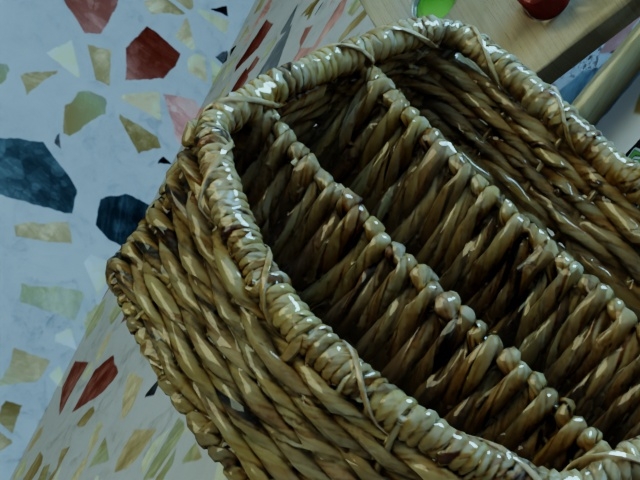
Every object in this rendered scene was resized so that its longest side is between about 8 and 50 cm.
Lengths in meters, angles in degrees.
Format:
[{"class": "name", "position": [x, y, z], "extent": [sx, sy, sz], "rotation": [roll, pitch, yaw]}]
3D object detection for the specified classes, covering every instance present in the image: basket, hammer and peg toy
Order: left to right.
[{"class": "basket", "position": [0.057, 0.028, 0.705], "extent": [0.223, 0.299, 0.213], "rotation": [-52, -27, 19]}, {"class": "hammer and peg toy", "position": [0.178, -0.196, 1.046], "extent": [0.266, 0.127, 0.361], "rotation": [-38, 50, 14]}]

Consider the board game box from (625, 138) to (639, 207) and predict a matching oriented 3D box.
[{"class": "board game box", "position": [0.282, -0.097, 0.844], "extent": [0.259, 0.030, 0.136], "rotation": [-50, 19, 25]}]

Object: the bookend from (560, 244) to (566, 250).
[{"class": "bookend", "position": [0.092, 0.024, 0.946], "extent": [0.072, 0.156, 0.157], "rotation": [-62, 15, -14]}]
